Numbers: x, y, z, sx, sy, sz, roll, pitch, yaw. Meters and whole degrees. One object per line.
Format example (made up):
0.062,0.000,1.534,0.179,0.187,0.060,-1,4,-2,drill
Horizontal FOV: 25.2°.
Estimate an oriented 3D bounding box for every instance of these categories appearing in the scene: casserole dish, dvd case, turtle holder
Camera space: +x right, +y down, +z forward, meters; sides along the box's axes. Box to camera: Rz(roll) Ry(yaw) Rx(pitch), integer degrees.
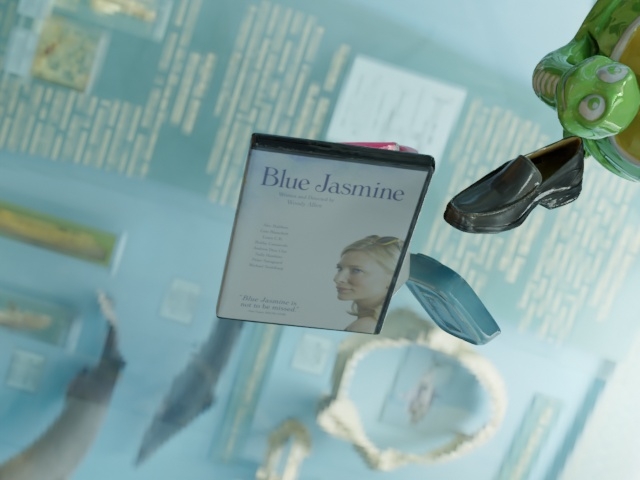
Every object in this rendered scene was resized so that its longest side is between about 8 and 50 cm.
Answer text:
0.176,0.086,1.967,0.114,0.188,0.037,21,-113,45,casserole dish
0.000,0.000,1.444,0.022,0.180,0.253,-92,-168,-45,dvd case
0.358,-0.159,1.349,0.243,0.320,0.227,-59,-142,4,turtle holder

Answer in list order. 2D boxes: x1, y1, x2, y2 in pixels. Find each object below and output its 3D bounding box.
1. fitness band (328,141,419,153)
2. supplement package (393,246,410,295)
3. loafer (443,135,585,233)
0.027,-0.145,2.432,0.209,0.291,0.054,-161,-108,-72,fitness band
0.047,-0.006,1.813,0.105,0.105,0.179,-48,148,-41,supplement package
0.182,-0.055,1.339,0.170,0.062,0.061,-24,138,-36,loafer
